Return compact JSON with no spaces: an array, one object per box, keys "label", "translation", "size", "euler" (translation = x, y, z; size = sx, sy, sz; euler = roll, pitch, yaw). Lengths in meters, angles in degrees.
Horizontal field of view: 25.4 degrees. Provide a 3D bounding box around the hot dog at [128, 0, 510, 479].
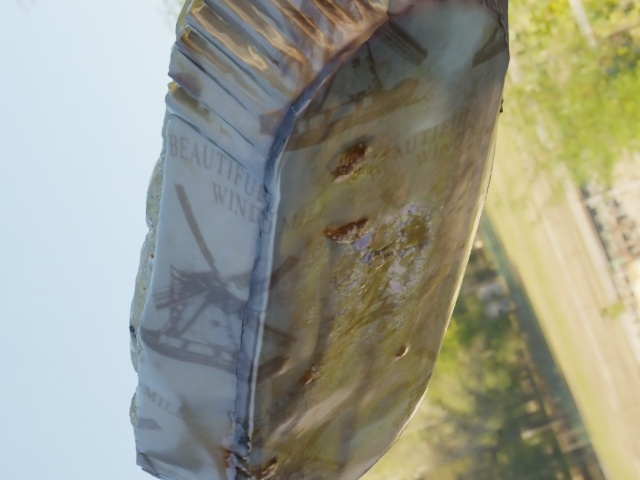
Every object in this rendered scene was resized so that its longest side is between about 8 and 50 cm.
[{"label":"hot dog","translation":[0.000,0.000,0.488],"size":[0.075,0.144,0.268],"euler":[43,142,29]}]
